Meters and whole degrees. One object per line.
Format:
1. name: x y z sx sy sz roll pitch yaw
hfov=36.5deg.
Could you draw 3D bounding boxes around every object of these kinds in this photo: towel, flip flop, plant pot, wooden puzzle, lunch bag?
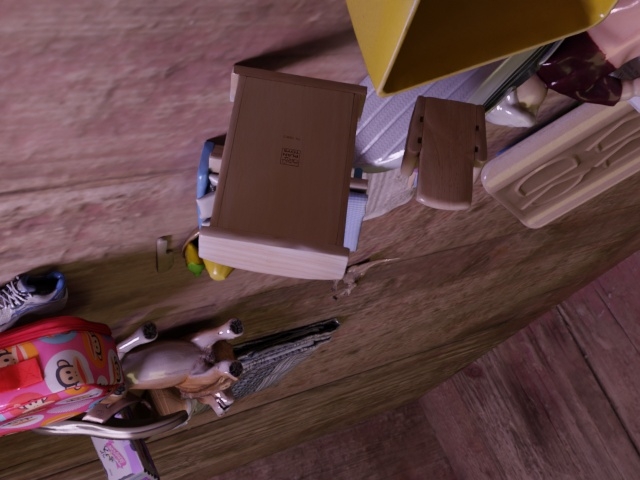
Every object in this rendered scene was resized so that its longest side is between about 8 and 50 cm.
1. towel: -0.140 0.285 2.088 0.312 0.056 0.324 -12 156 -39
2. flip flop: -0.369 0.297 1.680 0.276 0.080 0.112 3 177 1
3. towel: 0.060 -0.085 1.338 0.187 0.049 0.282 -24 162 -11
4. plant pot: 0.113 -0.259 0.684 0.212 0.187 0.212 -20 162 -18
5. wooden puzzle: 0.439 -0.158 1.636 0.322 0.081 0.348 -32 157 15
6. lunch bag: -0.413 0.187 1.228 0.293 0.120 0.258 -18 172 0

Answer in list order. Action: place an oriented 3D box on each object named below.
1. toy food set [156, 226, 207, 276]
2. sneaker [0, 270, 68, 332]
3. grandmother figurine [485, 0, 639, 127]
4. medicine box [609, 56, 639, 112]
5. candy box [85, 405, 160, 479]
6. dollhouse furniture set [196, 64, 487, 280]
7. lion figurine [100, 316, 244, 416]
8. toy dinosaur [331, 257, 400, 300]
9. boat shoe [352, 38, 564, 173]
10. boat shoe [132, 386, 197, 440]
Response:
1. toy food set: -0.130 0.004 1.329 0.192 0.039 0.132 -22 162 -15
2. sneaker: -0.369 0.068 1.172 0.135 0.052 0.058 -23 154 -37
3. grandmother figurine: 0.345 -0.243 1.199 0.342 0.104 0.208 -29 121 26
4. medicine box: 0.575 -0.272 1.287 0.263 0.149 0.289 -7 141 -48
5. candy box: -0.384 0.393 1.863 0.070 0.165 0.196 -24 163 -8
6. dollhouse furniture set: 0.000 0.000 1.041 0.286 0.198 0.303 9 151 -2
7. lion figurine: -0.276 0.212 1.603 0.392 0.142 0.240 8 158 -38
8. toy dinosaur: 0.065 0.061 1.782 0.092 0.053 0.183 -34 176 -33
9. boat shoe: 0.169 -0.182 1.092 0.335 0.121 0.119 -36 156 21
10. boat shoe: -0.292 0.326 1.932 0.096 0.098 0.277 -16 169 -32
